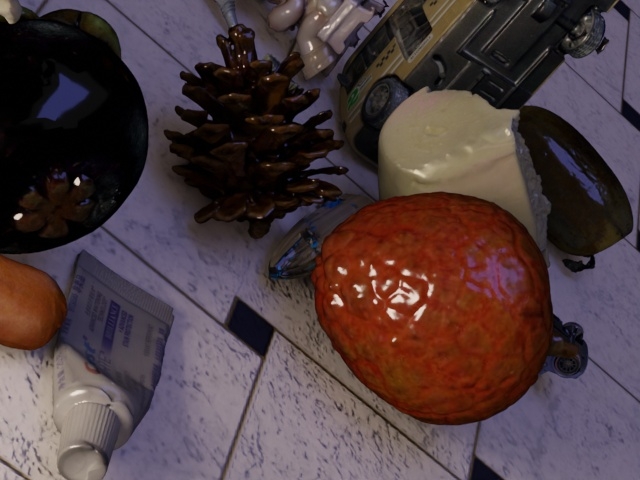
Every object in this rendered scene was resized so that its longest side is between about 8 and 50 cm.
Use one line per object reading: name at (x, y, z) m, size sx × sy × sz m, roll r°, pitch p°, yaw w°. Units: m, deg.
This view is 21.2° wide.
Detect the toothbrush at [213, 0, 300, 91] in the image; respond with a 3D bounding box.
toothbrush at (-0.138, -0.316, 2.047) m, size 0.375 × 0.037 × 0.028 m, roll 55°, pitch 29°, yaw 15°

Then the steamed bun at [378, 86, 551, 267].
steamed bun at (0.162, -0.075, 1.949) m, size 0.200 × 0.226 × 0.170 m, roll -9°, pitch 42°, yaw -2°

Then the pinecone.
pinecone at (-0.074, -0.115, 1.783) m, size 0.212 × 0.168 × 0.185 m, roll 65°, pitch 18°, yaw 0°

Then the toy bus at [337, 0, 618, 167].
toy bus at (0.183, -0.244, 2.063) m, size 0.177 × 0.365 × 0.202 m, roll 29°, pitch 25°, yaw -31°

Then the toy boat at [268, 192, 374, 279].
toy boat at (0.000, 0.000, 1.853) m, size 0.084 × 0.066 × 0.210 m, roll 27°, pitch 32°, yaw 21°

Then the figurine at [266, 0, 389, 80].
figurine at (-0.044, -0.331, 2.077) m, size 0.257 × 0.144 × 0.182 m, roll 46°, pitch 35°, yaw 0°

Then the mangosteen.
mangosteen at (-0.261, -0.101, 1.492) m, size 0.243 × 0.243 × 0.243 m, roll 32°, pitch 36°, yaw -26°

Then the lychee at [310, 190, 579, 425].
lychee at (0.136, 0.066, 1.778) m, size 0.300 × 0.255 × 0.255 m, roll 1°, pitch 51°, yaw -20°

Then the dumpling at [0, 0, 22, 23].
dumpling at (-0.402, -0.255, 1.420) m, size 0.318 × 0.187 × 0.243 m, roll 1°, pitch 40°, yaw 1°

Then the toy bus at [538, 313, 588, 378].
toy bus at (0.240, 0.105, 2.025) m, size 0.167 × 0.076 × 0.073 m, roll 40°, pitch 31°, yaw -12°

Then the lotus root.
lotus root at (0.322, -0.082, 2.282) m, size 0.241 × 0.123 × 0.124 m, roll 54°, pitch 23°, yaw 2°

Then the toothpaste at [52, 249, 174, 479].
toothpaste at (-0.188, 0.113, 1.508) m, size 0.282 × 0.068 × 0.099 m, roll -84°, pitch 154°, yaw -58°

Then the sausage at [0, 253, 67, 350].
sausage at (-0.300, 0.037, 1.427) m, size 0.197 × 0.076 × 0.076 m, roll 26°, pitch 39°, yaw -34°
